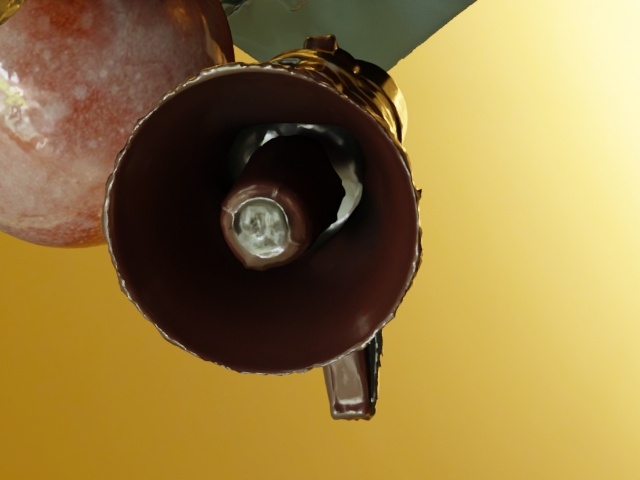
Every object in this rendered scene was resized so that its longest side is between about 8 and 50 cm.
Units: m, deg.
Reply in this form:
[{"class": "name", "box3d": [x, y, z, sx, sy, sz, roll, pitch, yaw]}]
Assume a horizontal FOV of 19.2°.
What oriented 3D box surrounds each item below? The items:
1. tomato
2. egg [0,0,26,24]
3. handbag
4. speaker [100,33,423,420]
[{"class": "tomato", "box3d": [-0.187, -0.135, 1.389, 0.270, 0.227, 0.270, 24, -146, -18]}, {"class": "egg", "box3d": [-0.210, -0.157, 0.636, 0.310, 0.279, 0.279, -29, -93, -24]}, {"class": "handbag", "box3d": [0.033, -0.210, 1.530, 0.144, 0.221, 0.057, 33, -145, -35]}, {"class": "speaker", "box3d": [0.016, -0.008, 1.282, 0.259, 0.198, 0.329, 59, -163, -1]}]
